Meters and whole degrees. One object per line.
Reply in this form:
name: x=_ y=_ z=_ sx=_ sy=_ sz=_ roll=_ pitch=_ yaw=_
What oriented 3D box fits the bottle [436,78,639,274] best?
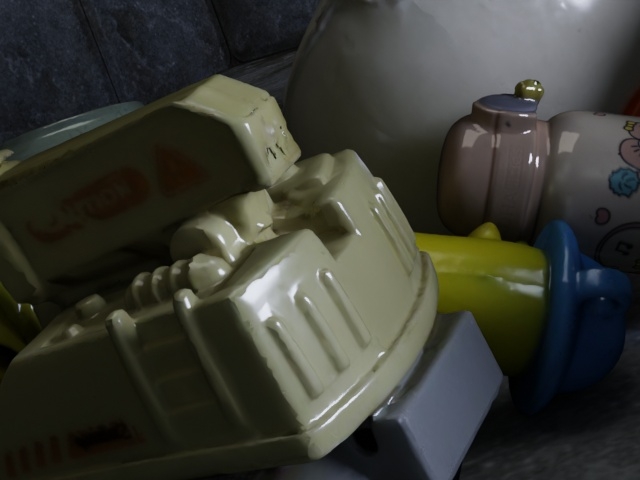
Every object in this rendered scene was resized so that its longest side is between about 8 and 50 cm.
bottle: x=0.177 y=-0.036 z=0.767 sx=0.209 sy=0.110 sz=0.097 roll=7 pitch=21 yaw=1

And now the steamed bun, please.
steamed bun: x=0.160 y=-0.130 z=0.950 sx=0.374 sy=0.241 sz=0.374 roll=-47 pitch=-15 yaw=-16

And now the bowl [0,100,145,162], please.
bowl: x=-0.261 y=-0.059 z=1.451 sx=0.307 sy=0.163 sz=0.307 roll=-18 pitch=3 yaw=1

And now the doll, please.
doll: x=0.007 y=0.046 z=0.744 sx=0.363 sy=0.145 sz=0.199 roll=-7 pitch=-24 yaw=32

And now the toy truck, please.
toy truck: x=-0.123 y=0.074 z=0.637 sx=0.405 sy=0.254 sz=0.180 roll=-15 pitch=18 yaw=33
